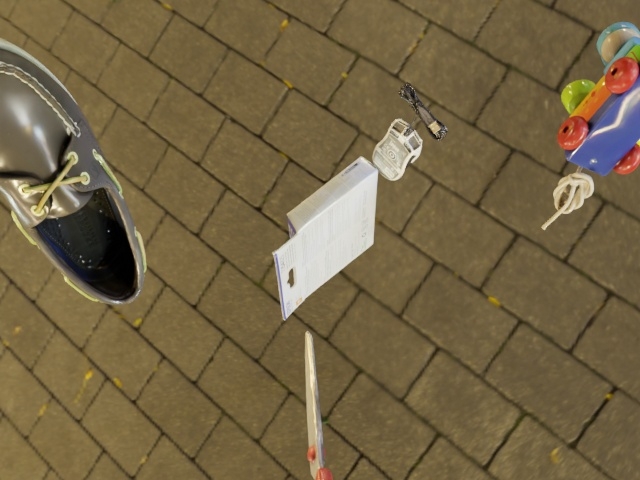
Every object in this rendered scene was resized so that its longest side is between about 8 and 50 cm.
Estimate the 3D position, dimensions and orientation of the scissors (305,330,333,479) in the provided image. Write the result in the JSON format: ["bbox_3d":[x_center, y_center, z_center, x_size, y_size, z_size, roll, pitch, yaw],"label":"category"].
[{"bbox_3d":[-0.007,0.221,0.705,0.297,0.021,0.109,-107,30,-51],"label":"scissors"}]

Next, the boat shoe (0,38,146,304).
[{"bbox_3d":[-0.182,-0.038,0.537,0.081,0.228,0.068,-35,53,-14],"label":"boat shoe"}]

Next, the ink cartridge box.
[{"bbox_3d":[0.000,0.000,1.244,0.224,0.223,0.045,-40,65,-22],"label":"ink cartridge box"}]

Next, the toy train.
[{"bbox_3d":[0.337,-0.146,0.962,0.248,0.105,0.143,-56,22,37],"label":"toy train"}]

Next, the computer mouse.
[{"bbox_3d":[0.141,-0.171,1.265,0.042,0.193,0.106,-38,81,-29],"label":"computer mouse"}]

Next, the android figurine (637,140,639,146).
[{"bbox_3d":[0.489,-0.173,1.076,0.272,0.248,0.056,22,123,25],"label":"android figurine"}]
